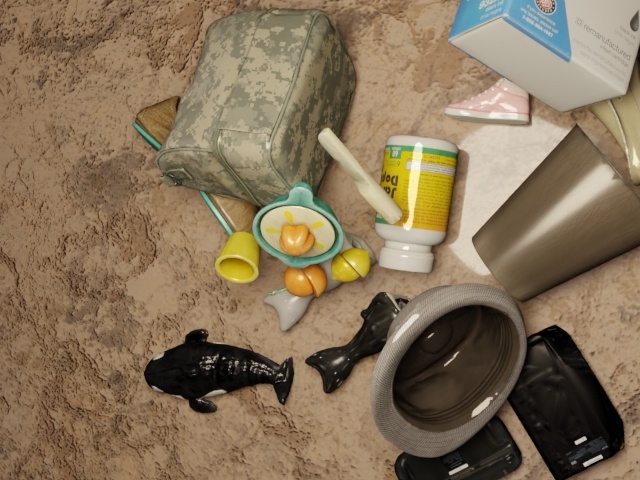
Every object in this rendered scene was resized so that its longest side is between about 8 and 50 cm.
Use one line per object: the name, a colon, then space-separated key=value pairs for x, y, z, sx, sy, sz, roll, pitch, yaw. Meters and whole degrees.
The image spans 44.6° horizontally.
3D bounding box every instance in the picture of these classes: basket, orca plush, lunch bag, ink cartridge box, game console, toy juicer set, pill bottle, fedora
basket: x=0.354 y=-0.022 z=1.160 sx=0.227 sy=0.154 sz=0.204 roll=-41 pitch=83 yaw=19
orca plush: x=-0.197 y=0.246 z=1.376 sx=0.287 sy=0.102 sz=0.151 roll=13 pitch=94 yaw=19
lunch bag: x=-0.111 y=-0.216 z=1.258 sx=0.256 sy=0.212 sz=0.305 roll=8 pitch=67 yaw=24
ink cartridge box: x=0.337 y=-0.369 z=1.074 sx=0.223 sy=0.129 sz=0.307 roll=24 pitch=77 yaw=-22
game console: x=0.277 y=0.305 z=1.241 sx=0.361 sy=0.044 sz=0.213 roll=-32 pitch=78 yaw=16
toy juicer set: x=0.000 y=0.000 z=1.154 sx=0.209 sy=0.089 sz=0.329 roll=28 pitch=136 yaw=-19
pill bottle: x=0.149 y=-0.057 z=1.246 sx=0.118 sy=0.118 sz=0.208 roll=9 pitch=94 yaw=19
fedora: x=0.176 y=0.174 z=1.181 sx=0.244 sy=0.124 sz=0.275 roll=30 pitch=96 yaw=-26

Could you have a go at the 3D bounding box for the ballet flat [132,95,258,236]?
ballet flat: x=-0.190 y=-0.132 z=1.385 sx=0.124 sy=0.116 sz=0.342 roll=-41 pitch=73 yaw=-5

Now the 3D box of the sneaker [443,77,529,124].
sneaker: x=0.266 y=-0.224 z=1.241 sx=0.135 sy=0.051 sz=0.070 roll=6 pitch=90 yaw=16

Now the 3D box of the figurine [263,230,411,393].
figurine: x=0.026 y=0.120 z=1.310 sx=0.209 sy=0.092 sz=0.214 roll=-41 pitch=76 yaw=19

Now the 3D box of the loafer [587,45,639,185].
loafer: x=0.447 y=-0.195 z=1.155 sx=0.092 sy=0.102 sz=0.268 roll=-18 pitch=70 yaw=35
